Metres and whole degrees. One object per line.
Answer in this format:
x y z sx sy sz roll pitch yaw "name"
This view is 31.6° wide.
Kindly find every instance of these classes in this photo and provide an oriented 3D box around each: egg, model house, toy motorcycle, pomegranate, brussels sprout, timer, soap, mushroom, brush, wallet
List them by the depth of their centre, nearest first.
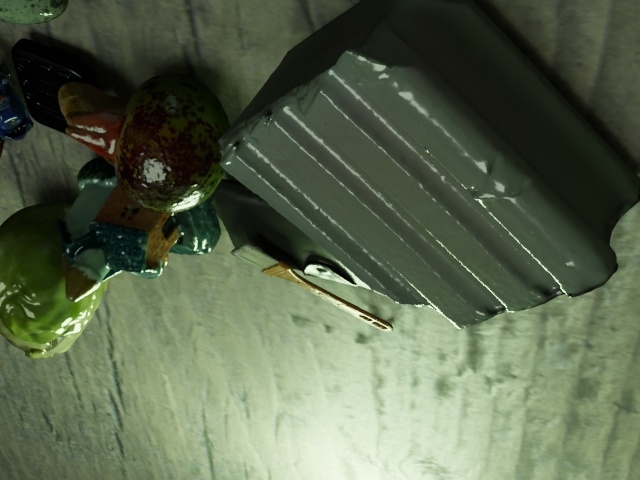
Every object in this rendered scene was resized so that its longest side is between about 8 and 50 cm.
0.145 -0.099 1.462 0.435 0.213 0.350 41 142 -15 "soap"
-0.441 -0.376 1.616 0.172 0.132 0.132 28 148 -18 "egg"
-0.256 -0.150 1.682 0.248 0.214 0.214 13 149 -16 "pomegranate"
-0.328 -0.170 1.791 0.072 0.094 0.210 -18 141 24 "mushroom"
0.000 0.000 1.840 0.377 0.051 0.197 15 145 24 "wallet"
-0.419 -0.243 1.842 0.144 0.055 0.187 23 149 13 "timer"
-0.531 -0.229 1.884 0.114 0.076 0.205 60 171 17 "toy motorcycle"
-0.344 0.013 1.909 0.253 0.291 0.184 13 138 23 "model house"
-0.006 0.085 1.939 0.314 0.017 0.090 28 163 -16 "brush"
-0.507 0.066 2.113 0.242 0.274 0.316 5 151 -3 "brussels sprout"

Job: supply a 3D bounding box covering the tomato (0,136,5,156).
-0.626 -0.165 1.966 0.139 0.091 0.159 10 149 0 "tomato"
